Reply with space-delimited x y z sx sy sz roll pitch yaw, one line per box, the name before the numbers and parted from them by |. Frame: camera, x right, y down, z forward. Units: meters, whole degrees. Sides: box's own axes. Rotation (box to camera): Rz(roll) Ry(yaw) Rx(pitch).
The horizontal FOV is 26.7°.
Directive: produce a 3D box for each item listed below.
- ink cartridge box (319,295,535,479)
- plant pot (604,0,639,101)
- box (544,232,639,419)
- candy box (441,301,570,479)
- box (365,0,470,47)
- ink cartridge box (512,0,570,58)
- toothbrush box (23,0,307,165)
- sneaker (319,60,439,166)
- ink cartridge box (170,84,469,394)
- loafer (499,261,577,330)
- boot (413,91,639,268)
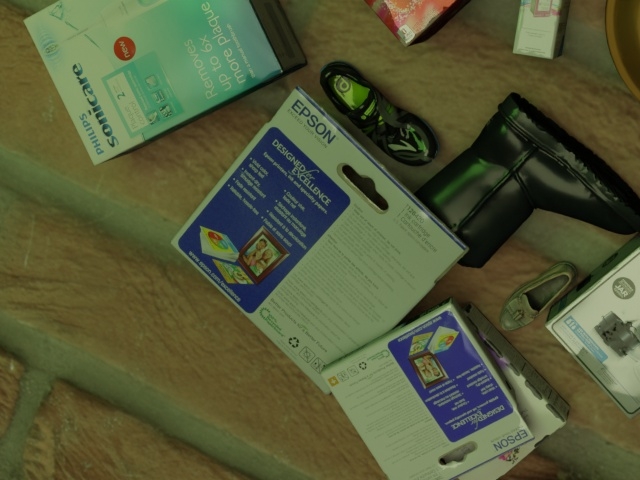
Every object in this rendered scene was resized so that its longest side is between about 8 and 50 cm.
ink cartridge box | 0.138 0.207 1.735 0.206 0.045 0.208 -30 95 20
plant pot | 0.468 -0.257 1.547 0.291 0.203 0.291 3 101 15
box | 0.442 0.065 1.679 0.290 0.087 0.169 -41 89 18
candy box | 0.203 0.210 1.782 0.196 0.070 0.165 47 108 3
box | 0.166 -0.367 1.647 0.257 0.122 0.128 -41 88 19
ink cartridge box | 0.275 -0.288 1.651 0.052 0.088 0.122 12 104 15
toothbrush box | -0.202 -0.259 1.768 0.295 0.126 0.216 -23 94 19
sneaker | 0.069 -0.159 1.739 0.188 0.078 0.067 41 108 3
ink cartridge box | 0.000 0.000 1.774 0.303 0.072 0.307 44 117 4
loafer | 0.279 0.074 1.750 0.125 0.039 0.045 -43 89 18
boot | 0.261 -0.038 1.706 0.246 0.094 0.207 39 114 -3
